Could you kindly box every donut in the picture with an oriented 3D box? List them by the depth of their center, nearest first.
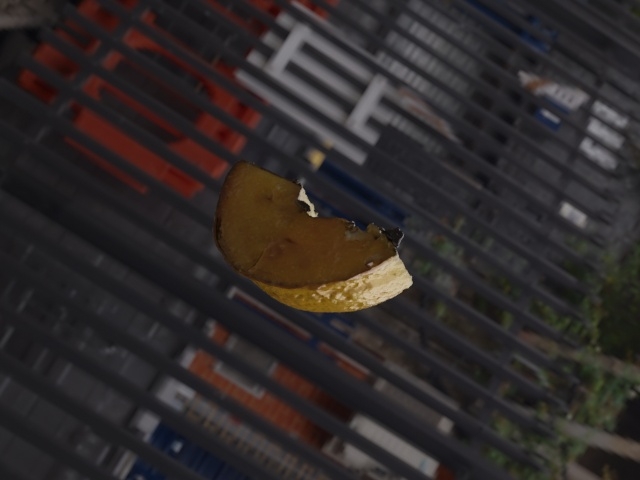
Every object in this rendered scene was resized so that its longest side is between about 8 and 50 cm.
[{"bbox_3d":[0.000,0.000,0.499,0.038,0.083,0.067,62,32,-44],"label":"donut"}]
